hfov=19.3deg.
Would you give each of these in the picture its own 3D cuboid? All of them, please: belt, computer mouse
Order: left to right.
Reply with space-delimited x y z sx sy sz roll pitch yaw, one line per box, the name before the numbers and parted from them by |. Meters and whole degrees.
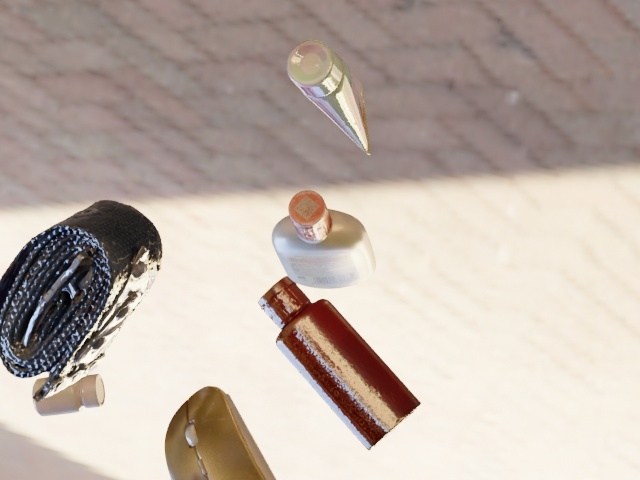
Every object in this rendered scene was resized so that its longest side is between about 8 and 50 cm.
belt | -0.247 0.047 1.945 0.122 0.128 0.218 46 127 10
computer mouse | -0.079 0.227 1.699 0.102 0.199 0.045 -42 158 32

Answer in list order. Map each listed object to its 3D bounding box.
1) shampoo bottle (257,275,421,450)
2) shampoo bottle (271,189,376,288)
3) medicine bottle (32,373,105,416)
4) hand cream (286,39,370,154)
shampoo bottle | 0.019 0.163 2.615 0.260 0.102 0.064 49 166 8
shampoo bottle | 0.000 0.000 2.085 0.108 0.051 0.221 -2 161 7
medicine bottle | -0.334 0.204 2.496 0.089 0.052 0.052 -8 157 11
hand cream | 0.017 -0.143 1.798 0.047 0.076 0.174 -10 162 16
